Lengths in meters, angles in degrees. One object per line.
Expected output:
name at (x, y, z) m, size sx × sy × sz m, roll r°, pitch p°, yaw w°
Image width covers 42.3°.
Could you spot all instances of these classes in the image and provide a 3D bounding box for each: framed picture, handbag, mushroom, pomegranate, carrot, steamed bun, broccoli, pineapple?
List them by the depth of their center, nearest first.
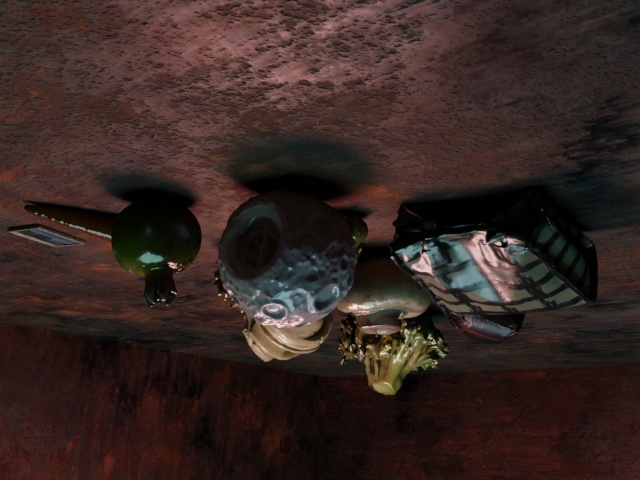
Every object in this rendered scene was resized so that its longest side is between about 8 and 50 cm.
handbag at (0.334, 0.031, 1.607) m, size 0.325 × 0.162 × 0.327 m, roll -9°, pitch 155°, yaw 32°
pomegranate at (-0.333, 0.014, 1.630) m, size 0.179 × 0.210 × 0.179 m, roll 13°, pitch 145°, yaw 10°
carrot at (-0.464, -0.030, 1.781) m, size 0.336 × 0.069 × 0.069 m, roll 18°, pitch 161°, yaw -22°
mushroom at (0.153, 0.126, 1.959) m, size 0.255 × 0.184 × 0.255 m, roll 0°, pitch 155°, yaw 0°
framed picture at (-0.653, -0.010, 1.975) m, size 0.109 × 0.011 × 0.149 m, roll -5°, pitch 162°, yaw 31°
pineapple at (-0.172, 0.102, 2.002) m, size 0.166 × 0.166 × 0.193 m, roll -1°, pitch 163°, yaw 16°
handbag at (0.422, 0.179, 2.129) m, size 0.169 × 0.155 × 0.215 m, roll 17°, pitch 166°, yaw 3°
steamed bun at (-0.101, 0.250, 2.423) m, size 0.276 × 0.203 × 0.289 m, roll 16°, pitch 160°, yaw -37°
broccoli at (0.224, 0.317, 2.584) m, size 0.334 × 0.272 × 0.324 m, roll 4°, pitch 127°, yaw 27°

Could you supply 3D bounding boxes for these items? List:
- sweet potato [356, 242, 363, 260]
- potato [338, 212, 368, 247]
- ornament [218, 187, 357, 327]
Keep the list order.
sweet potato at (0.004, 0.056, 1.950) m, size 0.274 × 0.067 × 0.067 m, roll -21°, pitch 153°, yaw 36°
potato at (0.000, 0.000, 1.699) m, size 0.225 × 0.090 × 0.117 m, roll -15°, pitch 150°, yaw 34°
ornament at (-0.054, 0.036, 1.525) m, size 0.259 × 0.259 × 0.225 m, roll -7°, pitch 158°, yaw 34°
